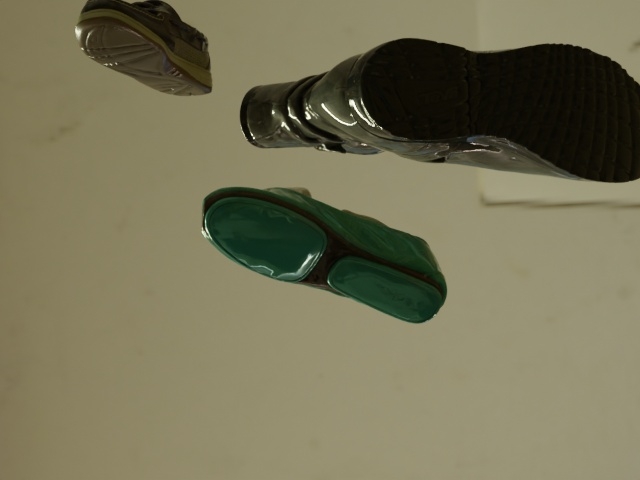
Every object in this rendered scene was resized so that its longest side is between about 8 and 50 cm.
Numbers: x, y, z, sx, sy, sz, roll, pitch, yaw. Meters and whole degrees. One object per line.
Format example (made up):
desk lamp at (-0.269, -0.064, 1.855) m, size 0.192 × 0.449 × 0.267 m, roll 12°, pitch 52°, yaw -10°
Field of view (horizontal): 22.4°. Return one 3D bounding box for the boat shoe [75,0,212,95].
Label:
boat shoe at (-0.119, -0.139, 1.091) m, size 0.152 × 0.056 × 0.049 m, roll 34°, pitch -125°, yaw -67°

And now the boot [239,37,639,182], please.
boot at (0.083, -0.083, 1.061) m, size 0.247 × 0.161 × 0.083 m, roll 7°, pitch -96°, yaw -30°

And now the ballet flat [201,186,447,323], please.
ballet flat at (0.000, 0.000, 1.440) m, size 0.083 × 0.247 × 0.087 m, roll -55°, pitch 24°, yaw 29°
